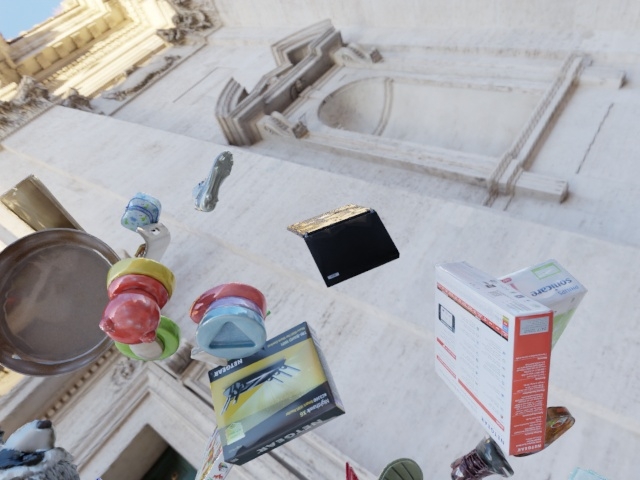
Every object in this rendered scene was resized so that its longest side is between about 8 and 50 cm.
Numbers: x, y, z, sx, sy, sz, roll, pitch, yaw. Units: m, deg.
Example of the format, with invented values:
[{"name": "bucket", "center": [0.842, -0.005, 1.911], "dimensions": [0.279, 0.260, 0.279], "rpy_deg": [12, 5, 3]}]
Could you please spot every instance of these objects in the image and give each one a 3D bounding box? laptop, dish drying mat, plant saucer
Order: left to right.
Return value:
[{"name": "plant saucer", "center": [-0.561, 0.129, 0.937], "dimensions": [0.311, 0.310, 0.050], "rpy_deg": [-61, 1, -12]}, {"name": "laptop", "center": [0.058, 0.001, 1.279], "dimensions": [0.234, 0.264, 0.137], "rpy_deg": [-20, -74, -16]}, {"name": "dish drying mat", "center": [0.047, 0.314, 0.550], "dimensions": [0.032, 0.008, 0.083], "rpy_deg": [-87, -21, -55]}]

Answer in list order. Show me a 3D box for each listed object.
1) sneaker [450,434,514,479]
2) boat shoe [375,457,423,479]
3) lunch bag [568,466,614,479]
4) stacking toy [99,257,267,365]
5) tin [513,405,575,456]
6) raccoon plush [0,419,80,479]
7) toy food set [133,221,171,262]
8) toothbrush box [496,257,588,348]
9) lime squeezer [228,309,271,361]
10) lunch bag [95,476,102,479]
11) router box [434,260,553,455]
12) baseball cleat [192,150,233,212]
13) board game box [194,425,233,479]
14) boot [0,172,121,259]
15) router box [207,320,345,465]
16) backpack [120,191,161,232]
[{"name": "sneaker", "center": [0.430, 0.624, 1.201], "dimensions": [0.162, 0.107, 0.281], "rpy_deg": [-30, -36, 6]}, {"name": "boat shoe", "center": [0.164, 0.696, 1.162], "dimensions": [0.302, 0.113, 0.103], "rpy_deg": [-18, -34, -47]}, {"name": "lunch bag", "center": [0.721, 0.716, 1.054], "dimensions": [0.160, 0.223, 0.263], "rpy_deg": [1, -94, -26]}, {"name": "stacking toy", "center": [-0.267, 0.194, 0.840], "dimensions": [0.308, 0.130, 0.280], "rpy_deg": [14, -52, -18]}, {"name": "tin", "center": [0.525, 0.459, 1.050], "dimensions": [0.106, 0.040, 0.190], "rpy_deg": [5, -52, -24]}, {"name": "raccoon plush", "center": [-0.540, 0.483, 0.679], "dimensions": [0.216, 0.299, 0.447], "rpy_deg": [-2, -69, -74]}, {"name": "toy food set", "center": [-0.557, 0.091, 1.267], "dimensions": [0.306, 0.092, 0.220], "rpy_deg": [-61, 7, 3]}, {"name": "toothbrush box", "center": [0.513, 0.206, 1.124], "dimensions": [0.206, 0.122, 0.283], "rpy_deg": [-18, -42, -12]}, {"name": "lime squeezer", "center": [-0.308, 0.377, 1.698], "dimensions": [0.310, 0.058, 0.110], "rpy_deg": [-54, -11, -22]}, {"name": "lunch bag", "center": [-0.624, 0.756, 1.184], "dimensions": [0.151, 0.096, 0.129], "rpy_deg": [-41, -80, -16]}, {"name": "router box", "center": [0.363, 0.236, 0.981], "dimensions": [0.082, 0.335, 0.302], "rpy_deg": [-6, -75, -10]}, {"name": "baseball cleat", "center": [-0.345, -0.189, 1.364], "dimensions": [0.072, 0.109, 0.206], "rpy_deg": [37, -111, -51]}, {"name": "board game box", "center": [-0.301, 0.630, 1.324], "dimensions": [0.193, 0.053, 0.305], "rpy_deg": [-58, 7, 5]}, {"name": "boot", "center": [-0.639, -0.009, 1.036], "dimensions": [0.270, 0.236, 0.089], "rpy_deg": [53, -152, -29]}, {"name": "router box", "center": [-0.121, 0.388, 1.125], "dimensions": [0.308, 0.243, 0.081], "rpy_deg": [-29, -38, 4]}, {"name": "backpack", "center": [-0.543, -0.080, 1.332], "dimensions": [0.105, 0.084, 0.114], "rpy_deg": [26, -68, -14]}]
